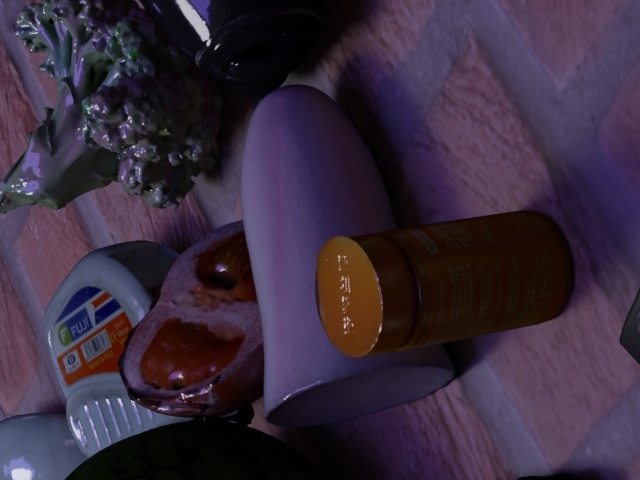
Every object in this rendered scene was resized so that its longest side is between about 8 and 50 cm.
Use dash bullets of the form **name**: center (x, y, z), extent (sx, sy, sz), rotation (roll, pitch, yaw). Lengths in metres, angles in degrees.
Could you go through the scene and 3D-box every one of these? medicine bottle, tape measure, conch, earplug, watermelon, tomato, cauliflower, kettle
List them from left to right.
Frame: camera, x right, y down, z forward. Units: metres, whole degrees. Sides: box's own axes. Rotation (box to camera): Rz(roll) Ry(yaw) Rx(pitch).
- **conch**: center (-0.368, 0.313, 2.188), extent (0.185, 0.121, 0.221), rotation (47, 137, -2)
- **cauliflower**: center (-0.229, -0.115, 1.720), extent (0.239, 0.315, 0.256), rotation (43, 175, 36)
- **tape measure**: center (-0.189, 0.124, 1.851), extent (0.243, 0.125, 0.246), rotation (-32, 73, 47)
- **watermelon**: center (-0.115, 0.347, 1.596), extent (0.363, 0.363, 0.363), rotation (18, 112, 54)
- **kettle**: center (-0.090, -0.271, 1.573), extent (0.268, 0.207, 0.290), rotation (94, 154, -76)
- **tomato**: center (-0.082, 0.096, 1.665), extent (0.199, 0.228, 0.112), rotation (6, 147, 47)
- **earplug**: center (0.000, 0.000, 1.517), extent (0.172, 0.172, 0.301), rotation (-40, 58, 52)
- **medicine bottle**: center (0.098, 0.032, 1.332), extent (0.096, 0.192, 0.096), rotation (17, 111, 55)

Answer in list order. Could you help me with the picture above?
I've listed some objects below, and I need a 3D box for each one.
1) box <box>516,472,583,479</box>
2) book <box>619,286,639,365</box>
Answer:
- **box**: center (0.158, 0.351, 1.421), extent (0.290, 0.073, 0.289), rotation (-25, 77, 55)
- **book**: center (0.307, 0.085, 1.182), extent (0.228, 0.024, 0.160), rotation (51, 137, 38)
